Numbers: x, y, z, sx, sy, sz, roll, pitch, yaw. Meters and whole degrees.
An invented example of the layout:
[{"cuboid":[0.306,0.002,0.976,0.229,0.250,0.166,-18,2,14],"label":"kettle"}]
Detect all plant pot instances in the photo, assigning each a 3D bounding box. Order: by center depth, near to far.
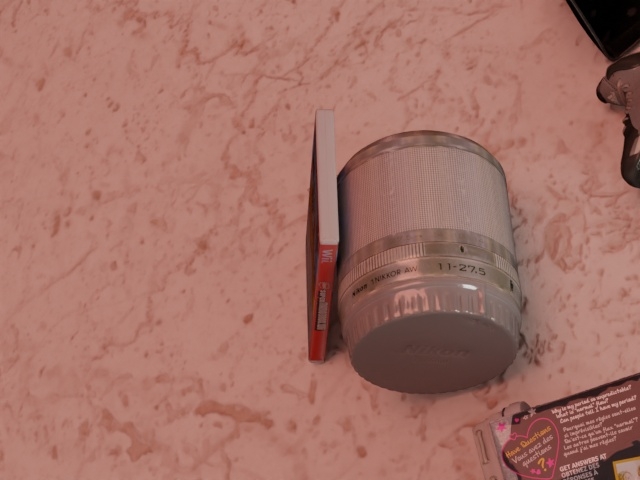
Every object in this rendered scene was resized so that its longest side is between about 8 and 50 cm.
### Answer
[{"cuboid":[0.382,-0.387,1.688,0.187,0.188,0.167,-39,34,6],"label":"plant pot"}]

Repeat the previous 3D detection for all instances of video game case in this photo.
[{"cuboid":[0.000,0.000,1.623,0.025,0.285,0.204,0,55,-3],"label":"video game case"}]

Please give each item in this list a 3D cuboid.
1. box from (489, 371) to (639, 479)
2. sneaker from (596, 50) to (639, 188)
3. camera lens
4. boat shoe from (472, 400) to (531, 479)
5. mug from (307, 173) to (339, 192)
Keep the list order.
[{"cuboid":[0.288,0.238,1.254,0.163,0.247,0.142,-21,64,19],"label":"box"},{"cuboid":[0.396,-0.158,1.590,0.132,0.086,0.228,8,56,43],"label":"sneaker"},{"cuboid":[0.128,0.021,1.544,0.219,0.219,0.274,-19,52,23],"label":"camera lens"},{"cuboid":[0.221,0.300,1.394,0.084,0.095,0.258,-28,38,21],"label":"boat shoe"},{"cuboid":[0.021,-0.068,1.789,0.064,0.062,0.078,-34,54,0],"label":"mug"}]
